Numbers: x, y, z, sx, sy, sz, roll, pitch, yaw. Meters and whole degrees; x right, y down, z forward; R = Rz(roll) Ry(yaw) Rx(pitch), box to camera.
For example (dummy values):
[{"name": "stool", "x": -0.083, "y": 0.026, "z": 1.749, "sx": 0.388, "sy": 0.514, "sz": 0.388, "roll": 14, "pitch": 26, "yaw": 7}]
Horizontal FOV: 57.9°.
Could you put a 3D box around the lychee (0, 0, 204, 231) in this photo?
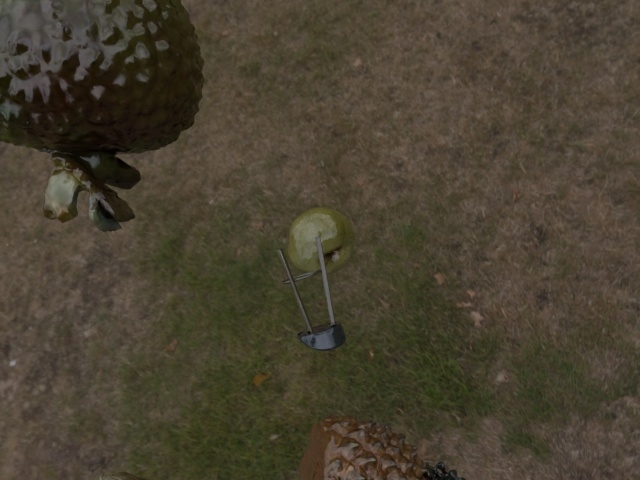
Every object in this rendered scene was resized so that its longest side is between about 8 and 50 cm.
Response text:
[{"name": "lychee", "x": -0.260, "y": -0.195, "z": 0.627, "sx": 0.270, "sy": 0.319, "sz": 0.269, "roll": -2, "pitch": 31, "yaw": 1}]

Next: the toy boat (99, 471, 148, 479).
[{"name": "toy boat", "x": -0.367, "y": 0.555, "z": 1.202, "sx": 0.068, "sy": 0.226, "sz": 0.088, "roll": -49, "pitch": 13, "yaw": 40}]

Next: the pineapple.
[{"name": "pineapple", "x": 0.143, "y": 0.451, "z": 1.039, "sx": 0.358, "sy": 0.223, "sz": 0.222, "roll": 19, "pitch": 70, "yaw": -10}]

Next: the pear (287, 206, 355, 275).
[{"name": "pear", "x": 0.000, "y": 0.000, "z": 1.350, "sx": 0.167, "sy": 0.167, "sz": 0.136, "roll": -35, "pitch": 49, "yaw": 5}]

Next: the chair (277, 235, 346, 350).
[{"name": "chair", "x": -0.027, "y": 0.111, "z": 1.146, "sx": 0.095, "sy": 0.104, "sz": 0.221, "roll": -23, "pitch": 86, "yaw": 55}]
